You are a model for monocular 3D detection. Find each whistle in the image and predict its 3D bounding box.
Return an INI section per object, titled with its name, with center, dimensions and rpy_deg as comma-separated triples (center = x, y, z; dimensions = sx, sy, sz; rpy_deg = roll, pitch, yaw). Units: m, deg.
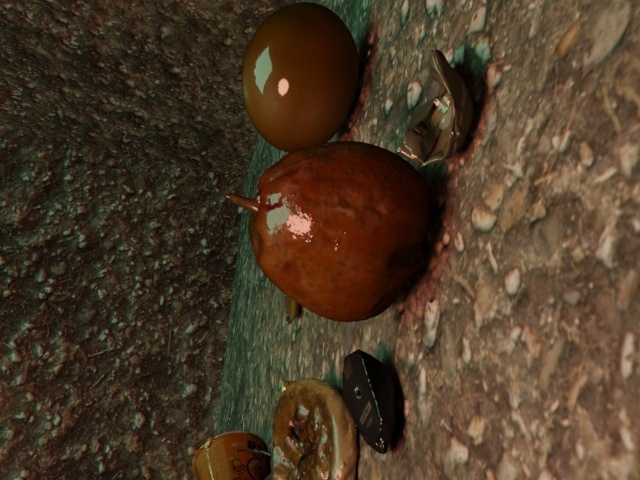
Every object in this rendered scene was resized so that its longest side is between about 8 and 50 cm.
[whistle]
center = -0.075, 0.079, 1.605
dimensions = 0.068, 0.057, 0.327
rpy_deg = 118, 158, -60

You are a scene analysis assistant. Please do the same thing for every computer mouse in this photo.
[computer mouse]
center = 0.081, 0.238, 0.849
dimensions = 0.172, 0.057, 0.099
rpy_deg = -113, 36, -47

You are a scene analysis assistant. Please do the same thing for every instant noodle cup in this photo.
[instant noodle cup]
center = -0.232, 0.656, 1.532
dimensions = 0.172, 0.215, 0.216
rpy_deg = -121, 43, -57

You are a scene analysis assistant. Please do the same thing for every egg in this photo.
[egg]
center = -0.049, -0.388, 1.367
dimensions = 0.282, 0.282, 0.351
rpy_deg = -115, 32, -68

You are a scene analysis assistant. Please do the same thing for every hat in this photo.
[hat]
center = 0.176, -0.196, 0.784
dimensions = 0.175, 0.085, 0.147
rpy_deg = -59, -12, -52

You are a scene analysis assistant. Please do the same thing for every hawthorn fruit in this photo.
[hawthorn fruit]
center = 0.003, -0.023, 0.845
dimensions = 0.277, 0.298, 0.277
rpy_deg = -166, 90, -79

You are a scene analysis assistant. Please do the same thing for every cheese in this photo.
[cheese]
center = -0.068, 0.378, 1.360
dimensions = 0.041, 0.060, 0.084
rpy_deg = -96, 14, -48

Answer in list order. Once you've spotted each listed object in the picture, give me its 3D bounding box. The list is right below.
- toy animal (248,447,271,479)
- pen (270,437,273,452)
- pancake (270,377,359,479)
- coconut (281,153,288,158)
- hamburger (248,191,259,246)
[toy animal]
center = -0.114, 0.564, 1.350
dimensions = 0.070, 0.079, 0.253
rpy_deg = -56, 19, 6
[pen]
center = -0.097, 0.507, 1.430
dimensions = 0.197, 0.032, 0.053
rpy_deg = 120, 155, -49
[pancake]
center = -0.025, 0.435, 1.060
dimensions = 0.356, 0.065, 0.356
rpy_deg = -175, 90, -68
[coconut]
center = -0.078, -0.220, 1.732
dimensions = 0.110, 0.110, 0.125
rpy_deg = 147, 128, -72
[hamburger]
center = -0.187, -0.057, 2.010
dimensions = 0.285, 0.134, 0.266
rpy_deg = -139, 62, -77
